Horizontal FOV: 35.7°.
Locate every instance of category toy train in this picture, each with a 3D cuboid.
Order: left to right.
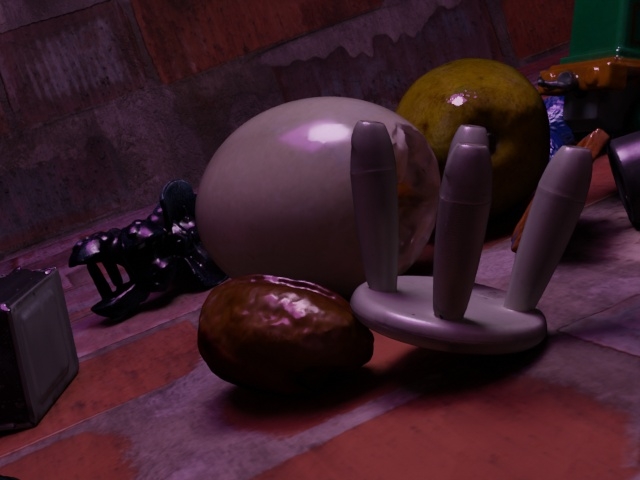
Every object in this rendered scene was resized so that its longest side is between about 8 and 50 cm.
[{"bbox_3d":[0.492,-0.243,1.376,0.429,0.249,0.178,2,4,-20],"label":"toy train"}]

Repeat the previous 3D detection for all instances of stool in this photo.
[{"bbox_3d":[0.139,-0.008,0.970,0.195,0.199,0.195,-1,16,-37],"label":"stool"}]

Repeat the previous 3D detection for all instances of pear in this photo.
[{"bbox_3d":[0.225,-0.150,1.483,0.253,0.253,0.307,-19,6,-2],"label":"pear"}]

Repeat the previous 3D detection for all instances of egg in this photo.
[{"bbox_3d":[-0.018,-0.052,1.345,0.336,0.278,0.278,-2,20,37],"label":"egg"}]

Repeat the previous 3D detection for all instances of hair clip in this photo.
[{"bbox_3d":[-0.283,0.009,1.754,0.206,0.194,0.310,-19,11,34],"label":"hair clip"}]

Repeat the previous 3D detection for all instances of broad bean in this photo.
[{"bbox_3d":[-0.042,0.106,1.057,0.228,0.156,0.122,4,66,47],"label":"broad bean"}]

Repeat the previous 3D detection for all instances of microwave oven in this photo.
[{"bbox_3d":[-0.509,0.147,1.341,0.295,0.181,0.237,-8,11,4],"label":"microwave oven"}]

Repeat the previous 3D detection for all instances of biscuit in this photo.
[{"bbox_3d":[0.296,-0.058,1.263,0.183,0.043,0.280,-52,-4,0],"label":"biscuit"}]

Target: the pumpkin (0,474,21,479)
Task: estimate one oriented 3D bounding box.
[{"bbox_3d":[-0.259,0.245,0.631,0.233,0.163,0.233,-7,14,2],"label":"pumpkin"}]

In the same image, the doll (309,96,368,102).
[{"bbox_3d":[0.027,-0.088,1.533,0.182,0.257,0.117,7,15,12],"label":"doll"}]

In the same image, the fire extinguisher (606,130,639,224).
[{"bbox_3d":[0.548,-0.130,1.221,0.376,0.113,0.200,-16,11,13],"label":"fire extinguisher"}]

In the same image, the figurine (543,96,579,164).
[{"bbox_3d":[0.379,-0.177,1.699,0.262,0.121,0.164,-25,17,-20],"label":"figurine"}]
